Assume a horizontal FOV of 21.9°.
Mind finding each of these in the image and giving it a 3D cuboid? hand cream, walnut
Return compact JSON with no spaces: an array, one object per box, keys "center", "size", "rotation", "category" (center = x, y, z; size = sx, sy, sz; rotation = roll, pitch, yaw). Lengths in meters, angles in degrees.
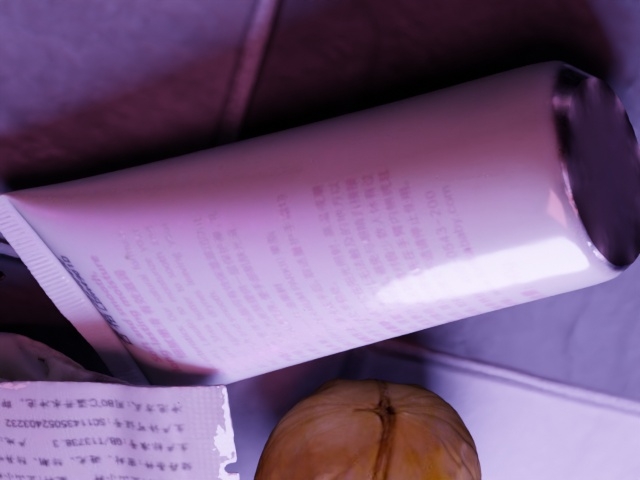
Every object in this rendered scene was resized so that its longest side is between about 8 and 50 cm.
[{"center":[0.000,0.000,0.932],"size":[0.358,0.118,0.185],"rotation":[-14,129,25],"category":"hand cream"},{"center":[0.028,0.165,1.029],"size":[0.144,0.144,0.180],"rotation":[0,131,6],"category":"walnut"}]

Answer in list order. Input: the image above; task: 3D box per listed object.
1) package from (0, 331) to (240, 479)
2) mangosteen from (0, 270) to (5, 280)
[{"center":[-0.163,0.160,1.059],"size":[0.251,0.062,0.204],"rotation":[7,127,25],"category":"package"},{"center":[-0.301,0.041,0.935],"size":[0.257,0.215,0.215],"rotation":[-6,134,-27],"category":"mangosteen"}]
